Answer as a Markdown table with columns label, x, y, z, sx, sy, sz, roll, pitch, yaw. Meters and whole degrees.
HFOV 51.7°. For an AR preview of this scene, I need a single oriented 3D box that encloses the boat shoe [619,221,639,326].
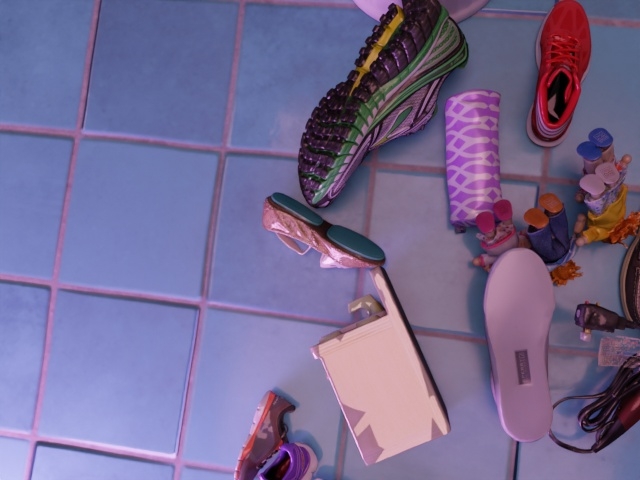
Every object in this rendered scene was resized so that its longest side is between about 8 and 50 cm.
| label | x | y | z | sx | sy | sz | roll | pitch | yaw |
| --- | --- | --- | --- | --- | --- | --- | --- | --- | --- |
| boat shoe | 0.479 | 0.017 | 0.923 | 0.080 | 0.073 | 0.223 | 14 | 88 | 6 |

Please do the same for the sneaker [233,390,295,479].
| label | x | y | z | sx | sy | sz | roll | pitch | yaw |
| --- | --- | --- | --- | --- | --- | --- | --- | --- | --- |
| sneaker | -0.082 | 0.308 | 0.987 | 0.065 | 0.061 | 0.158 | 20 | 89 | 3 |

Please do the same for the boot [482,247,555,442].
| label | x | y | z | sx | sy | sz | roll | pitch | yaw |
| --- | --- | --- | --- | --- | --- | --- | --- | --- | --- |
| boot | 0.264 | 0.136 | 0.913 | 0.095 | 0.123 | 0.258 | -1 | 93 | 4 |

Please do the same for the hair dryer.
| label | x | y | z | sx | sy | sz | roll | pitch | yaw |
| --- | --- | --- | --- | --- | --- | --- | --- | --- | --- |
| hair dryer | 0.456 | 0.178 | 0.898 | 0.293 | 0.080 | 0.223 | 2 | 112 | -3 |

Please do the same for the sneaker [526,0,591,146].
| label | x | y | z | sx | sy | sz | roll | pitch | yaw |
| --- | --- | --- | --- | --- | --- | --- | --- | --- | --- |
| sneaker | 0.351 | -0.252 | 0.937 | 0.087 | 0.128 | 0.221 | 6 | 86 | 9 |

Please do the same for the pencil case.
| label | x | y | z | sx | sy | sz | roll | pitch | yaw |
| --- | --- | --- | --- | --- | --- | --- | --- | --- | --- |
| pencil case | 0.231 | -0.116 | 0.968 | 0.088 | 0.086 | 0.206 | 0 | 86 | -26 |

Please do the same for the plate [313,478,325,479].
| label | x | y | z | sx | sy | sz | roll | pitch | yaw |
| --- | --- | --- | --- | --- | --- | --- | --- | --- | --- |
| plate | 0.059 | 0.525 | 0.954 | 0.278 | 0.045 | 0.277 | 25 | 88 | 10 |

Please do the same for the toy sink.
| label | x | y | z | sx | sy | sz | roll | pitch | yaw |
| --- | --- | --- | --- | --- | --- | --- | --- | --- | --- |
| toy sink | 0.074 | 0.169 | 0.929 | 0.131 | 0.153 | 0.234 | -24 | 83 | 6 |

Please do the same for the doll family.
| label | x | y | z | sx | sy | sz | roll | pitch | yaw |
| --- | --- | --- | --- | --- | --- | --- | --- | --- | --- |
| doll family | 0.343 | -0.014 | 0.910 | 0.263 | 0.163 | 0.118 | -35 | 49 | 4 |

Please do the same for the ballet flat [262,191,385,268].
| label | x | y | z | sx | sy | sz | roll | pitch | yaw |
| --- | --- | --- | --- | --- | --- | --- | --- | --- | --- |
| ballet flat | 0.000 | 0.000 | 1.007 | 0.206 | 0.073 | 0.067 | 31 | 117 | 12 |

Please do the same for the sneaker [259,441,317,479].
| label | x | y | z | sx | sy | sz | roll | pitch | yaw |
| --- | --- | --- | --- | --- | --- | --- | --- | --- | --- |
| sneaker | -0.074 | 0.369 | 0.966 | 0.068 | 0.071 | 0.170 | 20 | 81 | 46 |

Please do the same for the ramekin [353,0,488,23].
| label | x | y | z | sx | sy | sz | roll | pitch | yaw |
| --- | --- | --- | --- | --- | --- | --- | --- | --- | --- |
| ramekin | 0.154 | -0.469 | 0.982 | 0.277 | 0.135 | 0.277 | -1 | 85 | 8 |

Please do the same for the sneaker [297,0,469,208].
| label | x | y | z | sx | sy | sz | roll | pitch | yaw |
| --- | --- | --- | --- | --- | --- | --- | --- | --- | --- |
| sneaker | 0.092 | -0.179 | 0.967 | 0.146 | 0.134 | 0.343 | 29 | 108 | -31 |
